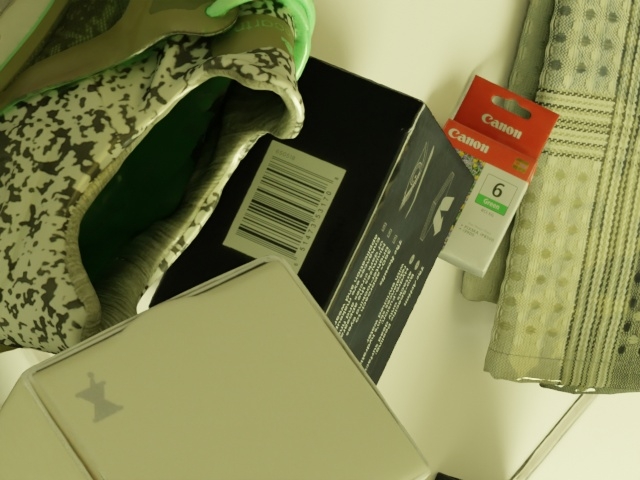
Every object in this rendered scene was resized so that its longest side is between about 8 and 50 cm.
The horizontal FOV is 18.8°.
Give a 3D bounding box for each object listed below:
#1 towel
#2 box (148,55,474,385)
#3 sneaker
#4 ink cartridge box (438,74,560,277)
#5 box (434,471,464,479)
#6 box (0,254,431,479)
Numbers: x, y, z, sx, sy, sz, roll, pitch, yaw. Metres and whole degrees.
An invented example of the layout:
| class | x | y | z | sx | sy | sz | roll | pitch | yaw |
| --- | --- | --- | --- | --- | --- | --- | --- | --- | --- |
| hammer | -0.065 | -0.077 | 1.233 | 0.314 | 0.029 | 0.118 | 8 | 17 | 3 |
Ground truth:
| class | x | y | z | sx | sy | sz | roll | pitch | yaw |
| --- | --- | --- | --- | --- | --- | --- | --- | --- | --- |
| towel | 0.253 | -0.049 | 1.291 | 0.312 | 0.056 | 0.324 | 6 | 97 | -28 |
| box | 0.000 | 0.000 | 1.038 | 0.156 | 0.093 | 0.158 | -64 | 162 | -6 |
| sneaker | -0.049 | -0.101 | 0.915 | 0.158 | 0.182 | 0.410 | 41 | 75 | -47 |
| ink cartridge box | 0.097 | -0.042 | 1.181 | 0.115 | 0.063 | 0.029 | -63 | 174 | -7 |
| box | 0.162 | 0.282 | 1.232 | 0.103 | 0.261 | 0.184 | 29 | 83 | -48 |
| box | -0.095 | 0.152 | 0.889 | 0.148 | 0.121 | 0.311 | -25 | 162 | -37 |
